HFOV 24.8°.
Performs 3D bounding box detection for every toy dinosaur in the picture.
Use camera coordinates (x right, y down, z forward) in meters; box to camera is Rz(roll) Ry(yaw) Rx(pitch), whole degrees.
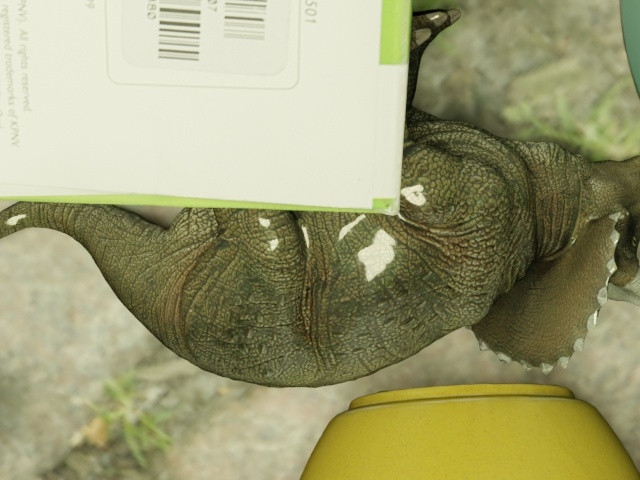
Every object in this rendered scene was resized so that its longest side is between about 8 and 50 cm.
[{"bbox_3d":[0.000,0.000,0.589,0.313,0.121,0.160,-14,102,3],"label":"toy dinosaur"}]

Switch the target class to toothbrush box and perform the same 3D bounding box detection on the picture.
[{"bbox_3d":[-0.034,-0.155,0.429,0.122,0.283,0.206,1,114,-1],"label":"toothbrush box"}]

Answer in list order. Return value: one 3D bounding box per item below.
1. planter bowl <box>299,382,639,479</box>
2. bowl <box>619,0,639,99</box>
[{"bbox_3d":[0.063,0.110,0.626,0.217,0.217,0.090,-2,78,2],"label":"planter bowl"},{"bbox_3d":[0.277,-0.089,0.522,0.311,0.163,0.311,0,113,1],"label":"bowl"}]
